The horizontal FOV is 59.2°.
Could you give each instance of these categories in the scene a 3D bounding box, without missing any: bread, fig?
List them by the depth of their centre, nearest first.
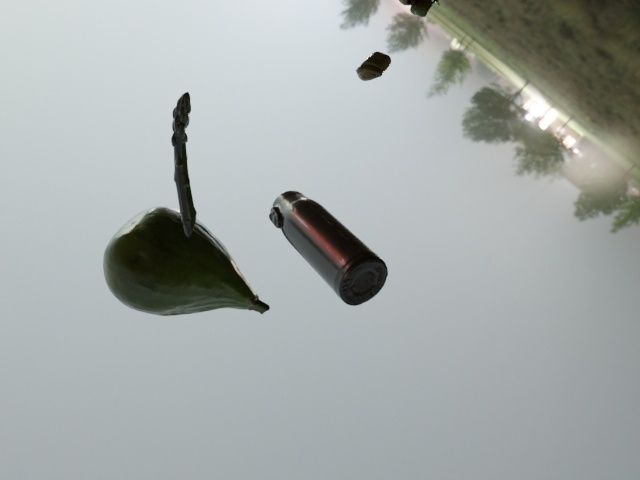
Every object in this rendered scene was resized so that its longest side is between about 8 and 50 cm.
[{"bbox_3d":[0.095,-0.309,0.993,0.088,0.049,0.034,-54,-43,-46],"label":"bread"},{"bbox_3d":[-0.286,0.082,1.145,0.314,0.233,0.233,52,-161,-15],"label":"fig"}]

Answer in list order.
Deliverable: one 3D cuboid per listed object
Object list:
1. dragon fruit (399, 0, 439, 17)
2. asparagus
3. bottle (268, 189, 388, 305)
[{"bbox_3d":[0.153,-0.405,0.773,0.142,0.175,0.138,24,-131,25],"label":"dragon fruit"},{"bbox_3d":[-0.206,-0.111,0.847,0.034,0.236,0.027,16,-145,16],"label":"asparagus"},{"bbox_3d":[0.000,0.000,0.592,0.060,0.060,0.164,19,-162,-41],"label":"bottle"}]
